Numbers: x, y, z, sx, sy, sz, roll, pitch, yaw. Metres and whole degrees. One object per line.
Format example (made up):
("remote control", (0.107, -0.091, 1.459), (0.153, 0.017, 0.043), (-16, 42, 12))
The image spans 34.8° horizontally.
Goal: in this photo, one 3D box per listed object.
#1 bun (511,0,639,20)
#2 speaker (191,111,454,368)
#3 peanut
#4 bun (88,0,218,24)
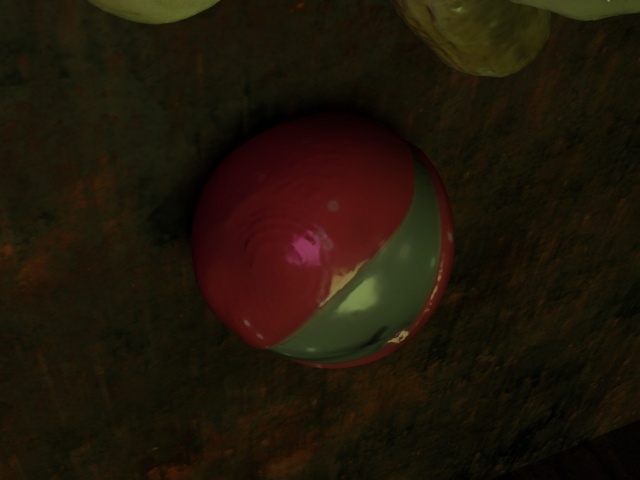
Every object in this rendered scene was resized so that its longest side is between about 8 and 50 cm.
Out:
("bun", (0.199, -0.306, 0.803), (0.287, 0.287, 0.146), (-17, -173, -17))
("speaker", (0.000, 0.000, 1.127), (0.294, 0.294, 0.294), (-19, 148, -13))
("peanut", (0.142, -0.228, 0.948), (0.129, 0.129, 0.224), (-35, 150, 12))
("bun", (-0.126, -0.264, 0.710), (0.222, 0.127, 0.222), (-36, 140, -37))
